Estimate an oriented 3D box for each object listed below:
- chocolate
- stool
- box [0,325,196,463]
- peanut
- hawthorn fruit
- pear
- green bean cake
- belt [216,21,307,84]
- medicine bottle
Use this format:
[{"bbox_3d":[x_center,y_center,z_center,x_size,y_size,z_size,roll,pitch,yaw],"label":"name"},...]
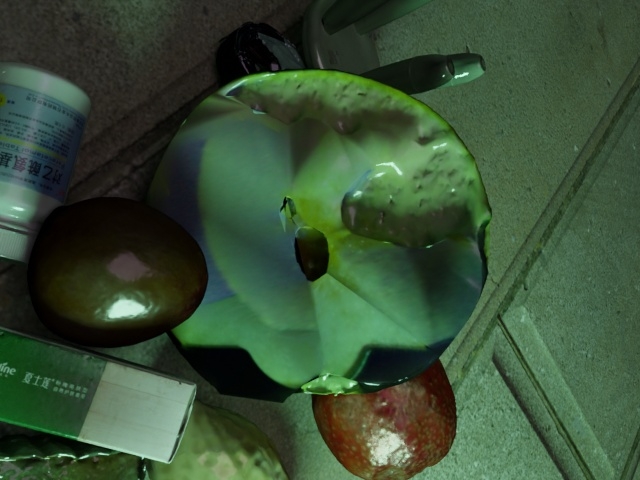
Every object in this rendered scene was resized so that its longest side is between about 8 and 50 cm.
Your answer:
[{"bbox_3d":[-0.200,0.039,0.577,0.177,0.177,0.176,3,85,-38],"label":"chocolate"},{"bbox_3d":[0.102,-0.291,0.814,0.195,0.199,0.195,-28,101,-53],"label":"stool"},{"bbox_3d":[-0.231,0.146,0.554,0.199,0.135,0.081,18,74,-14],"label":"box"},{"bbox_3d":[-0.095,0.322,0.691,0.149,0.149,0.313,-39,108,-33],"label":"peanut"},{"bbox_3d":[0.079,0.207,0.799,0.205,0.205,0.253,-29,98,-36],"label":"hawthorn fruit"},{"bbox_3d":[0.001,-0.004,0.698,0.165,0.399,0.398,7,81,-77],"label":"pear"},{"bbox_3d":[-0.281,0.284,0.568,0.181,0.094,0.173,10,82,-38],"label":"green bean cake"},{"bbox_3d":[-0.078,-0.235,0.784,0.140,0.058,0.105,40,57,-26],"label":"belt"},{"bbox_3d":[-0.303,-0.073,0.567,0.103,0.103,0.186,19,75,-36],"label":"medicine bottle"}]
